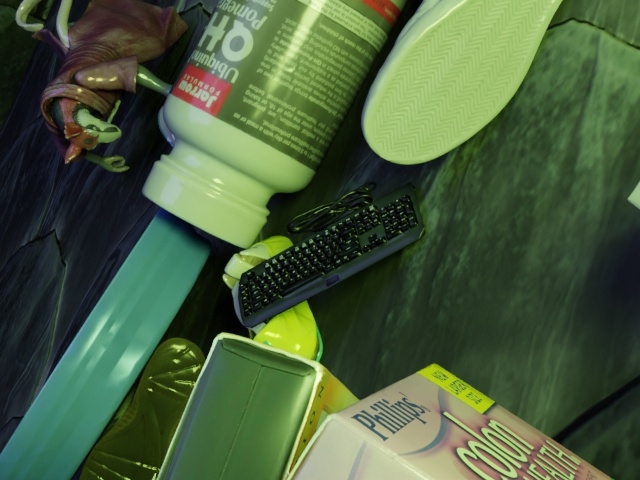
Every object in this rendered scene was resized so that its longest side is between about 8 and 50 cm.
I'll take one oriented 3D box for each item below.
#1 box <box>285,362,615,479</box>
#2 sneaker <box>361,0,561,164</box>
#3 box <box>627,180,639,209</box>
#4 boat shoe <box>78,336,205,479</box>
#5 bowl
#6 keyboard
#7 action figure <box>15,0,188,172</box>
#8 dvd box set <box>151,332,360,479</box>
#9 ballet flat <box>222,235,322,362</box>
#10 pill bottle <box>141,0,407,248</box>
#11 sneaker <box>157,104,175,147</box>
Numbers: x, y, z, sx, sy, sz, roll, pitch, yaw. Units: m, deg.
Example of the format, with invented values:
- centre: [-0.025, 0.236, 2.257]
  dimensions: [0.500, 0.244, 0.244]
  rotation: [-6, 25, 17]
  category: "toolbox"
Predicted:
- centre: [0.102, 0.174, 0.572]
  dimensions: [0.117, 0.243, 0.213]
  rotation: [-61, -14, 8]
  category: "box"
- centre: [0.124, -0.204, 1.150]
  dimensions: [0.292, 0.108, 0.169]
  rotation: [-52, 24, 4]
  category: "sneaker"
- centre: [0.250, -0.021, 0.721]
  dimensions: [0.087, 0.102, 0.101]
  rotation: [-60, 26, 13]
  category: "box"
- centre: [-0.191, 0.205, 1.404]
  dimensions: [0.223, 0.080, 0.073]
  rotation: [-62, 2, 1]
  category: "boat shoe"
- centre: [-0.245, 0.140, 1.429]
  dimensions: [0.391, 0.077, 0.391]
  rotation: [-56, 6, 9]
  category: "bowl"
- centre: [0.000, 0.000, 1.180]
  dimensions: [0.192, 0.038, 0.100]
  rotation: [-28, 38, 14]
  category: "keyboard"
- centre: [-0.330, -0.252, 1.895]
  dimensions: [0.248, 0.275, 0.370]
  rotation: [-41, 19, 29]
  category: "action figure"
- centre: [-0.037, 0.243, 0.777]
  dimensions: [0.420, 0.062, 0.308]
  rotation: [53, -125, -72]
  category: "dvd box set"
- centre: [-0.056, 0.049, 1.277]
  dimensions: [0.077, 0.077, 0.231]
  rotation: [-57, 26, 19]
  category: "ballet flat"
- centre: [-0.055, -0.159, 1.350]
  dimensions: [0.318, 0.176, 0.176]
  rotation: [-62, 25, 2]
  category: "pill bottle"
- centre: [-0.134, -0.133, 1.608]
  dimensions: [0.092, 0.087, 0.229]
  rotation: [-51, 34, 11]
  category: "sneaker"
